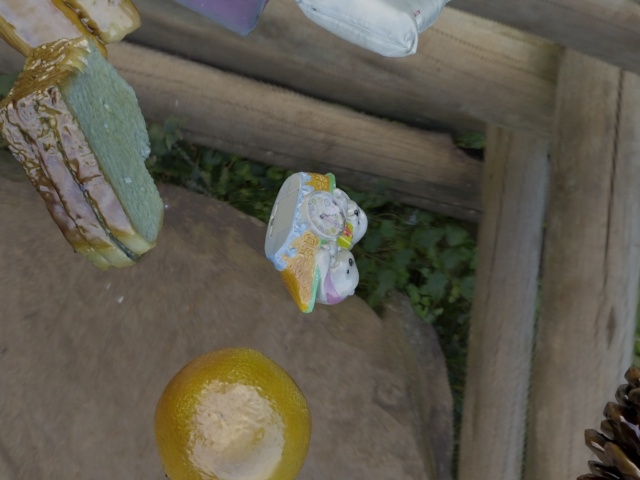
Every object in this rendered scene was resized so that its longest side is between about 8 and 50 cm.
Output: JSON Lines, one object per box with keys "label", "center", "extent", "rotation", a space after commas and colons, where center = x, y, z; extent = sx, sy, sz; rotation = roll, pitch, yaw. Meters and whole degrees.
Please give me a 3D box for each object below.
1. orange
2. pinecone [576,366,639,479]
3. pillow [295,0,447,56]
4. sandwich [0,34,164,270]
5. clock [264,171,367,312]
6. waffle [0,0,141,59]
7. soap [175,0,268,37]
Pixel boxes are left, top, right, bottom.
{"label": "orange", "center": [-0.118, 0.257, 1.250], "extent": [0.236, 0.236, 0.236], "rotation": [0, 92, -10]}
{"label": "pinecone", "center": [0.329, 0.163, 0.703], "extent": [0.224, 0.224, 0.272], "rotation": [33, 95, -9]}
{"label": "pillow", "center": [0.072, -0.284, 1.058], "extent": [0.144, 0.254, 0.078], "rotation": [19, 123, 10]}
{"label": "sandwich", "center": [-0.108, -0.042, 0.441], "extent": [0.036, 0.093, 0.105], "rotation": [-17, 119, 11]}
{"label": "clock", "center": [0.000, 0.000, 1.308], "extent": [0.144, 0.103, 0.231], "rotation": [30, 55, -25]}
{"label": "waffle", "center": [-0.304, -0.279, 0.719], "extent": [0.098, 0.224, 0.327], "rotation": [-48, 137, -9]}
{"label": "soap", "center": [-0.149, -0.340, 0.913], "extent": [0.259, 0.181, 0.081], "rotation": [25, 49, -3]}
